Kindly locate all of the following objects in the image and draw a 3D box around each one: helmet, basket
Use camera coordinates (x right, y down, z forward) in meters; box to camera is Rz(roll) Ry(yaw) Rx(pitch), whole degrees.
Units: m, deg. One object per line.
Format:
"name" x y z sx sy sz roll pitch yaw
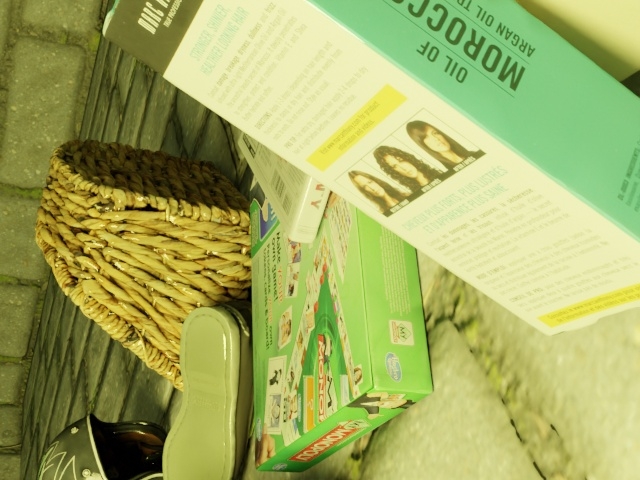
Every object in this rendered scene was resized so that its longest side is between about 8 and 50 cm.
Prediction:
"helmet" -0.259 0.296 1.072 0.169 0.162 0.169 -172 90 -68
"basket" -0.211 0.025 0.984 0.299 0.214 0.223 -137 59 -64

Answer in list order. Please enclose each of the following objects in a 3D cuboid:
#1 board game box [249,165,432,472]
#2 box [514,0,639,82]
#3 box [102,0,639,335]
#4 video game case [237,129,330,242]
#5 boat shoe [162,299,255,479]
"board game box" 0.000 0.000 0.701 0.213 0.046 0.317 133 140 -53
"box" 0.101 -0.153 0.379 0.311 0.121 0.148 -36 37 60
"box" 0.039 -0.056 0.361 0.060 0.244 0.100 -62 13 -26
"video game case" -0.014 -0.122 0.691 0.201 0.023 0.183 -120 44 -59
"boat shoe" -0.097 0.169 0.855 0.081 0.069 0.227 16 105 28
